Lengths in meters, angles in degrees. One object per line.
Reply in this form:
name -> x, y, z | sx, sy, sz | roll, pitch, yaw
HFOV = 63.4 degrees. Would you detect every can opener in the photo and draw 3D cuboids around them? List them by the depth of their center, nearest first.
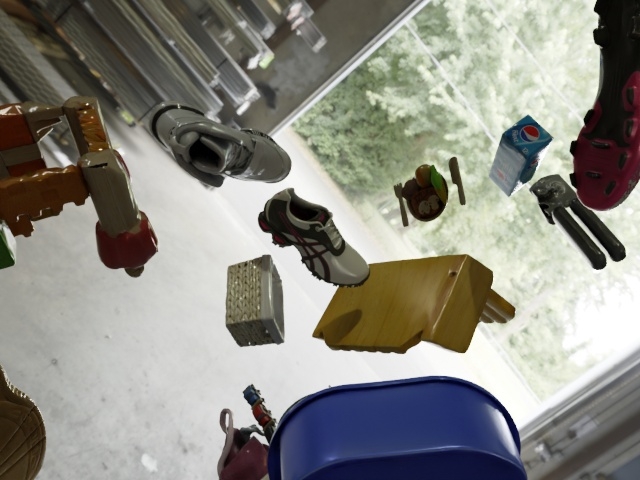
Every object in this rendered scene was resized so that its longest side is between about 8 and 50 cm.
can opener -> 0.535, -0.038, 1.093 | 0.095, 0.075, 0.284 | 54, 15, -41

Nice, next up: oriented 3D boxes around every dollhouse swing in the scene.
dollhouse swing -> 0.238, 0.206, 1.215 | 0.305, 0.346, 0.315 | 50, 54, -26

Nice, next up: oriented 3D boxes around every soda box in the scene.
soda box -> 0.407, -0.169, 1.069 | 0.071, 0.067, 0.210 | 52, -2, 19

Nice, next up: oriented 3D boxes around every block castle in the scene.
block castle -> -0.488, -0.025, 0.729 | 0.303, 0.452, 0.213 | 50, -29, 46

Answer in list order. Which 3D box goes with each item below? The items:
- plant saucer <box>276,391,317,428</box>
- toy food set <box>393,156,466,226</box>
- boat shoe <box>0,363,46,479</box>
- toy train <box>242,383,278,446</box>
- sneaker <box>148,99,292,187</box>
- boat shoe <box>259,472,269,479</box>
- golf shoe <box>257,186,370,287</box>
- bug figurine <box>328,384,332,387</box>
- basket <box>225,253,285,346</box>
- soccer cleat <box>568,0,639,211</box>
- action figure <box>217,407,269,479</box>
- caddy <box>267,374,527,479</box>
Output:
plant saucer -> -0.003, 0.432, 1.166 | 0.195, 0.195, 0.037 | 45, 2, -27
toy food set -> 0.240, -0.109, 1.203 | 0.038, 0.192, 0.133 | 1, 73, -40
boat shoe -> -0.445, 0.219, 0.666 | 0.098, 0.096, 0.277 | -55, 147, -53
toy train -> -0.093, 0.284, 0.832 | 0.036, 0.027, 0.158 | 43, -1, -36
sneaker -> -0.201, -0.189, 1.185 | 0.365, 0.137, 0.210 | 18, 19, -35
boat shoe -> -0.130, 0.573, 1.071 | 0.097, 0.324, 0.117 | 45, -10, 24
golf shoe -> 0.000, 0.000, 1.070 | 0.272, 0.120, 0.105 | 34, 51, -9
bug figurine -> 0.088, 0.614, 1.740 | 0.279, 0.072, 0.216 | 51, -9, 4
basket -> -0.138, 0.130, 1.093 | 0.113, 0.103, 0.167 | 73, 7, -49
soccer cleat -> 0.459, -0.204, 0.742 | 0.143, 0.332, 0.116 | 0, 11, -21
action figure -> -0.238, 0.673, 1.326 | 0.275, 0.370, 0.248 | 42, -15, -12
caddy -> 0.099, 0.305, 0.667 | 0.179, 0.340, 0.242 | -91, 175, -72
